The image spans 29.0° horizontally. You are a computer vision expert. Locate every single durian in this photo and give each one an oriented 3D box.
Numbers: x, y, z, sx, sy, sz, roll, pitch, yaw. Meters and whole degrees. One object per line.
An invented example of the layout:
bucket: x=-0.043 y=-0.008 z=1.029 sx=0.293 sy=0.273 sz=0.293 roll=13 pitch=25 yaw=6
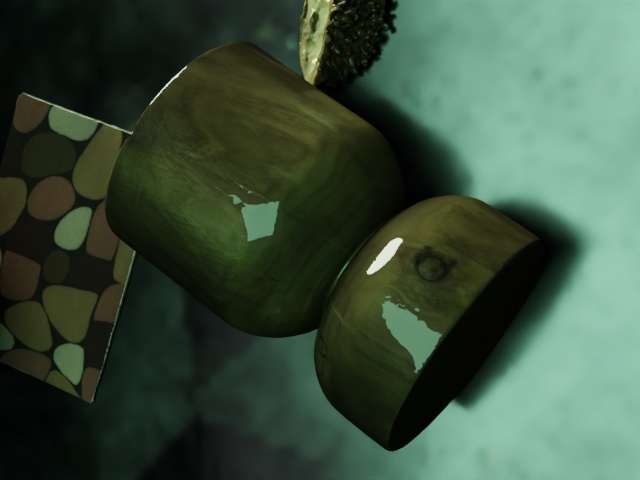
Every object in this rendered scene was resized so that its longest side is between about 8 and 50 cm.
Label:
durian: x=0.018 y=-0.173 z=0.948 sx=0.066 sy=0.052 sz=0.130 roll=17 pitch=97 yaw=61

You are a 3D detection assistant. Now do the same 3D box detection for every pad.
pad: x=-0.229 y=0.005 z=1.071 sx=0.158 sy=0.003 sz=0.235 roll=21 pitch=100 yaw=21

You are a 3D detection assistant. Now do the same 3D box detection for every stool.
stool: x=0.000 y=0.000 z=0.878 sx=0.264 sy=0.179 sz=0.179 roll=36 pitch=105 yaw=19
